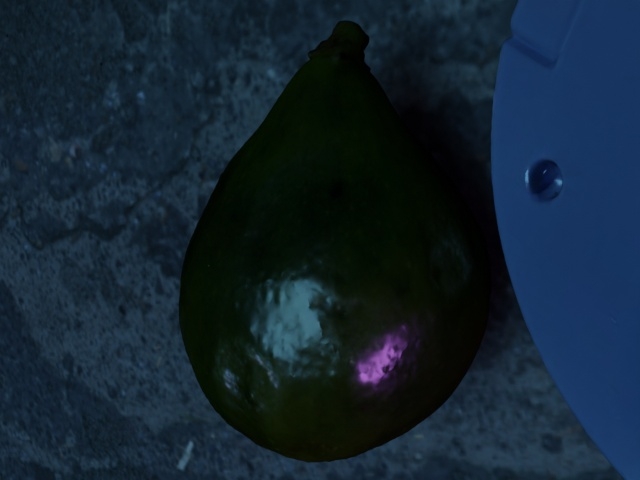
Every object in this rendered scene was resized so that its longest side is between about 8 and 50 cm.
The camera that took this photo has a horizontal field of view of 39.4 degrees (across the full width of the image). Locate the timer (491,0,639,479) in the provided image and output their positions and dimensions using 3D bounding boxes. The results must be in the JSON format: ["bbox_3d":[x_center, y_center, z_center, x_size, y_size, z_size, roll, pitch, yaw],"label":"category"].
[{"bbox_3d":[0.240,-0.020,0.335,0.395,0.173,0.395,8,101,52],"label":"timer"}]

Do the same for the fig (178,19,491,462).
[{"bbox_3d":[0.000,0.000,0.530,0.195,0.195,0.245,6,114,37],"label":"fig"}]
